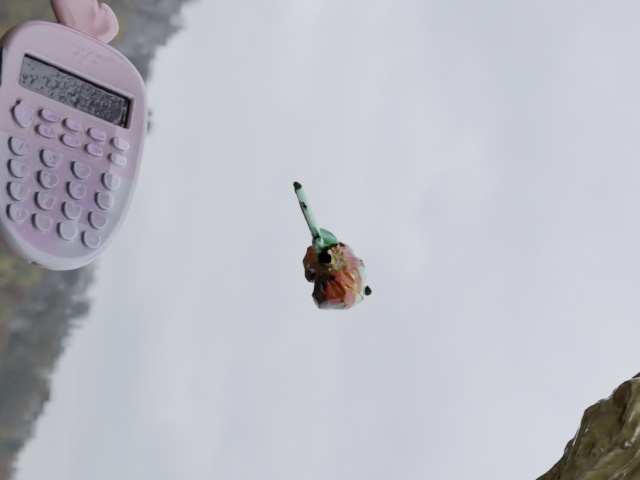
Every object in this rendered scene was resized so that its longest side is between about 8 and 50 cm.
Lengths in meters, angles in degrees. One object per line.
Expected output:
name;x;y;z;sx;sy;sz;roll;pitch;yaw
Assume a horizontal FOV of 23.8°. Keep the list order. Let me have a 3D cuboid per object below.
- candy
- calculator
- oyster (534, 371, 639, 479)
candy;0.000;0.000;1.053;0.049;0.055;0.185;-44;157;-11
calculator;-0.143;-0.064;0.846;0.024;0.103;0.166;-16;-119;46
oyster;0.170;0.148;0.946;0.209;0.072;0.133;-43;172;30
